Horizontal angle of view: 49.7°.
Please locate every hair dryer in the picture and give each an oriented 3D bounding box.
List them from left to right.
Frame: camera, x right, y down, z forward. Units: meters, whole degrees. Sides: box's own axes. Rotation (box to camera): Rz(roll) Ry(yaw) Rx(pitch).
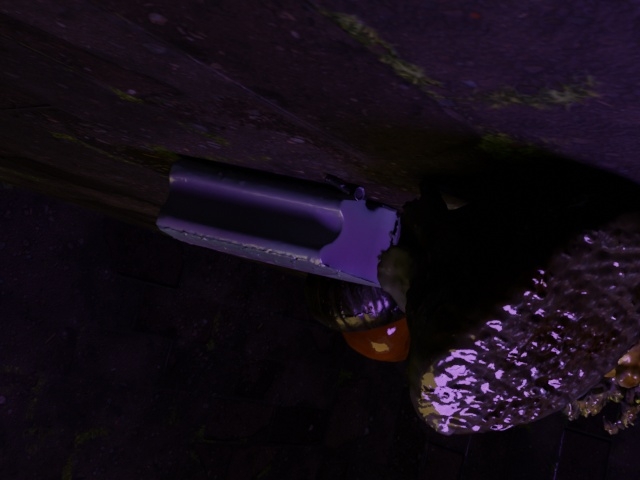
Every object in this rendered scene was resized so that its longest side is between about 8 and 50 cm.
[{"bbox_3d":[0.034,-0.092,1.197,0.047,0.026,0.083,6,166,45],"label":"hair dryer"}]

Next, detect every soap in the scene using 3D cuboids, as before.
[{"bbox_3d":[-0.066,-0.028,1.387,0.445,0.156,0.261,12,173,13],"label":"soap"}]

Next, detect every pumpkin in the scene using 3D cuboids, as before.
[{"bbox_3d":[0.112,0.119,1.785,0.320,0.192,0.320,-13,-172,2],"label":"pumpkin"}]

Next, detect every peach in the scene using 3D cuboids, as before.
[{"bbox_3d":[0.216,0.234,2.284,0.301,0.343,0.342,38,-170,39],"label":"peach"}]

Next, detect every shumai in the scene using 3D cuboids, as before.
[{"bbox_3d":[0.245,0.051,0.973,0.324,0.397,0.323,45,-174,-39],"label":"shumai"}]

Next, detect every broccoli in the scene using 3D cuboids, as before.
[{"bbox_3d":[0.748,0.322,1.805,0.334,0.324,0.272,1,-175,21],"label":"broccoli"}]

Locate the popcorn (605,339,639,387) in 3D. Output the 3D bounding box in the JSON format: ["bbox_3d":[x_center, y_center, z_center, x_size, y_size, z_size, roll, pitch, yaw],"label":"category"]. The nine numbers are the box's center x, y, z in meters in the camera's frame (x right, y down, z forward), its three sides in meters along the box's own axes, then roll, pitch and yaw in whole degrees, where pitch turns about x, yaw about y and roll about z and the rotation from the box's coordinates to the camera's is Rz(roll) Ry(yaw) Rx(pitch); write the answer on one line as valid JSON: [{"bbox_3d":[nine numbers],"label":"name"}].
[{"bbox_3d":[0.575,0.164,1.278,0.216,0.235,0.181,35,-168,16],"label":"popcorn"}]
